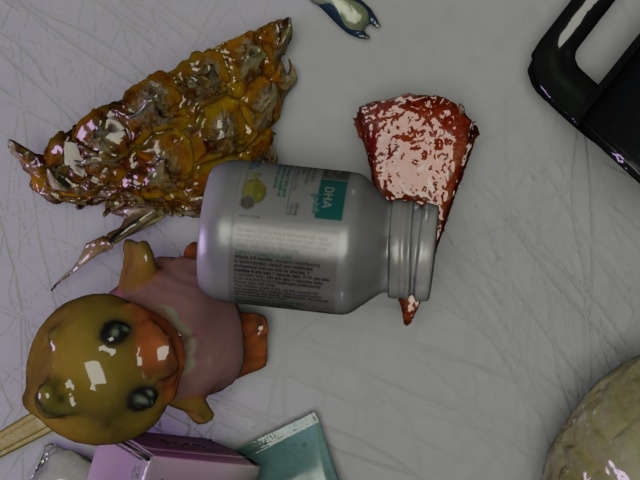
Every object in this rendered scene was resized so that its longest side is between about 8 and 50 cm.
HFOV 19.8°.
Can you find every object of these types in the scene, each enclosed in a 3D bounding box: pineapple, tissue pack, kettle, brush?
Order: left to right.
[{"bbox_3d":[-0.337,0.214,1.882,0.205,0.011,0.083,-29,91,4],"label":"brush"},{"bbox_3d":[-0.172,0.315,1.799,0.092,0.148,0.246,22,96,46],"label":"tissue pack"},{"bbox_3d":[-0.152,-0.082,1.781,0.334,0.161,0.158,-24,94,2],"label":"pineapple"},{"bbox_3d":[0.382,-0.185,1.717,0.262,0.203,0.308,40,99,-9],"label":"kettle"}]

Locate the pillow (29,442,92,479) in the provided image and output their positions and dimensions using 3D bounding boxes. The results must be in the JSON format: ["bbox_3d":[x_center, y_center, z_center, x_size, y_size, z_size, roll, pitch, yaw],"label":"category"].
[{"bbox_3d":[-0.273,0.330,1.864,0.128,0.051,0.229,28,94,9],"label":"pillow"}]

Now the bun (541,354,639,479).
[{"bbox_3d":[0.387,0.275,1.733,0.349,0.227,0.352,-11,94,2],"label":"bun"}]

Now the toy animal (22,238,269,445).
[{"bbox_3d":[-0.178,0.104,1.744,0.169,0.281,0.195,-21,95,26],"label":"toy animal"}]

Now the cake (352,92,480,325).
[{"bbox_3d":[0.113,-0.037,1.801,0.117,0.086,0.220,-13,91,6],"label":"cake"}]

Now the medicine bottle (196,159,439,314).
[{"bbox_3d":[0.000,0.000,1.711,0.215,0.135,0.135,6,94,5],"label":"medicine bottle"}]

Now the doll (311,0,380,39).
[{"bbox_3d":[0.006,-0.247,1.824,0.125,0.027,0.037,40,88,1],"label":"doll"}]

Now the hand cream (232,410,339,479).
[{"bbox_3d":[0.013,0.333,1.841,0.111,0.070,0.312,-27,88,9],"label":"hand cream"}]
